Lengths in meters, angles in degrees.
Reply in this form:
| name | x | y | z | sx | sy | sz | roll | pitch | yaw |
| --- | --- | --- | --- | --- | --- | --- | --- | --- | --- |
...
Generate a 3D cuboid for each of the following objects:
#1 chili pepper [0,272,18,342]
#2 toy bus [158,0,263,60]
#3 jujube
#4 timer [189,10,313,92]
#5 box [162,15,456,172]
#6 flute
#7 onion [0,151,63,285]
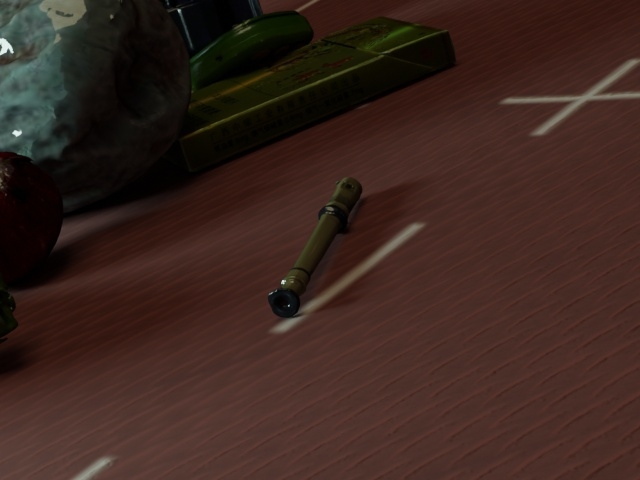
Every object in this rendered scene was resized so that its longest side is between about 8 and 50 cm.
| name | x | y | z | sx | sy | sz | roll | pitch | yaw |
| --- | --- | --- | --- | --- | --- | --- | --- | --- | --- |
| chili pepper | -0.409 | 0.119 | 1.313 | 0.359 | 0.076 | 0.085 | -26 | 56 | -3 |
| toy bus | -0.224 | -0.248 | 2.020 | 0.305 | 0.143 | 0.179 | -20 | 17 | -2 |
| jujube | -0.284 | -0.134 | 1.657 | 0.308 | 0.215 | 0.246 | -10 | 61 | 33 |
| timer | -0.081 | -0.211 | 1.861 | 0.128 | 0.047 | 0.140 | -31 | -6 | 35 |
| box | -0.030 | -0.160 | 1.757 | 0.311 | 0.043 | 0.173 | -24 | 20 | -15 |
| flute | 0.000 | 0.000 | 1.332 | 0.027 | 0.027 | 0.233 | -11 | 20 | 19 |
| onion | -0.296 | -0.019 | 1.511 | 0.131 | 0.131 | 0.131 | -16 | 20 | 6 |
